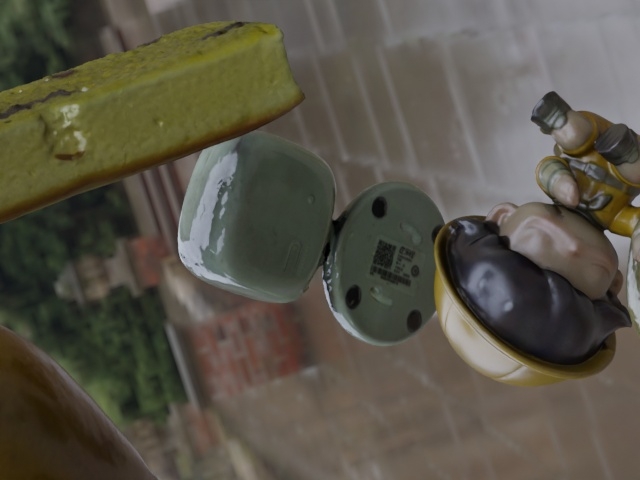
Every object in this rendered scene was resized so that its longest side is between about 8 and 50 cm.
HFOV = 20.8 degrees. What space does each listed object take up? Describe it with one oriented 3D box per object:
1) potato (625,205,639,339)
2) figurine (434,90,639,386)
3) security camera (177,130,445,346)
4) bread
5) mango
[{"bbox_3d":[0.414,0.024,1.928,0.197,0.148,0.228,-95,10,-66],"label":"potato"},{"bbox_3d":[0.210,0.009,1.563,0.192,0.257,0.167,33,-176,6],"label":"figurine"},{"bbox_3d":[0.000,0.000,1.623,0.080,0.301,0.157,7,79,50],"label":"security camera"},{"bbox_3d":[-0.201,-0.073,1.268,0.138,0.361,0.077,19,128,63],"label":"bread"},{"bbox_3d":[-0.301,0.229,1.495,0.445,0.300,0.232,37,-177,-42],"label":"mango"}]
